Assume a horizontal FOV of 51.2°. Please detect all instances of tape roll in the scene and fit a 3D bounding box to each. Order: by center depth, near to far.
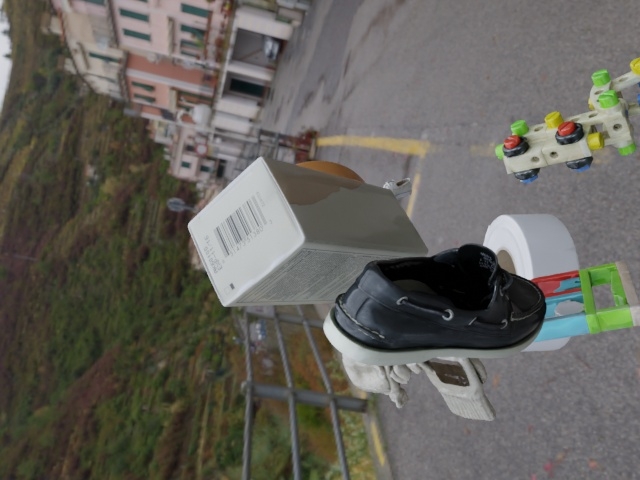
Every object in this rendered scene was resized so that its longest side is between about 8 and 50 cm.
[{"bbox_3d":[0.423,0.085,1.378,0.286,0.100,0.287,178,90,-84],"label":"tape roll"}]

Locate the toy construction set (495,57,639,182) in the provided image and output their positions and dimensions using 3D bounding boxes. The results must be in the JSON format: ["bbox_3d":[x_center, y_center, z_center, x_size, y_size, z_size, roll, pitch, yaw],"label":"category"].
[{"bbox_3d":[0.458,-0.205,1.254,0.327,0.151,0.215,-29,21,49],"label":"toy construction set"}]

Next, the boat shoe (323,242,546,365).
[{"bbox_3d":[0.161,0.058,0.775,0.127,0.339,0.113,50,130,46],"label":"boat shoe"}]

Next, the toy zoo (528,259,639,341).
[{"bbox_3d":[0.314,0.103,1.001,0.192,0.293,0.030,-43,-64,-65],"label":"toy zoo"}]

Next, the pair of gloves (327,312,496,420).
[{"bbox_3d":[0.131,0.194,1.005,0.042,0.240,0.204,-55,-42,-36],"label":"pair of gloves"}]

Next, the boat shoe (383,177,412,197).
[{"bbox_3d":[0.128,-0.094,1.223,0.035,0.100,0.035,28,126,51],"label":"boat shoe"}]

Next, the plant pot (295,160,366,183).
[{"bbox_3d":[0.000,0.000,1.459,0.204,0.290,0.291,-109,31,-53],"label":"plant pot"}]

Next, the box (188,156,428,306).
[{"bbox_3d":[-0.002,0.000,0.882,0.148,0.311,0.121,-38,67,25],"label":"box"}]
